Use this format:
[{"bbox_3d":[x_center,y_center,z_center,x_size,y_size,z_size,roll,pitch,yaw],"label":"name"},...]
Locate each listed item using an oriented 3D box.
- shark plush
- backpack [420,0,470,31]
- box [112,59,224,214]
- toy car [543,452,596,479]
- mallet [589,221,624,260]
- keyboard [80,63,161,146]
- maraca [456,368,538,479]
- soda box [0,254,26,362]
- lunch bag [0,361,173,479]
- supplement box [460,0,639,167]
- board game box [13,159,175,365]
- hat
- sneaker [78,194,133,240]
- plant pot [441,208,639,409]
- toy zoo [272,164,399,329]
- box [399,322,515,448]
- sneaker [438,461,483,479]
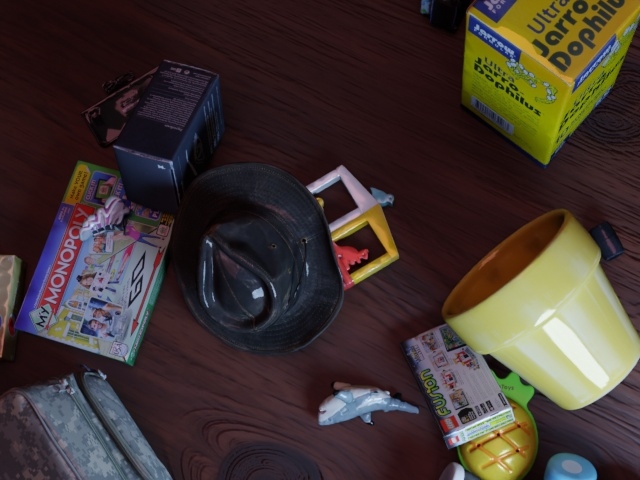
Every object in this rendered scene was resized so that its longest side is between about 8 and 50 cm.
[{"bbox_3d":[0.077,0.271,1.667,0.161,0.073,0.067,2,94,-14],"label":"shark plush"},{"bbox_3d":[0.228,-0.449,1.807,0.084,0.105,0.114,22,73,11],"label":"backpack"},{"bbox_3d":[-0.252,-0.174,1.730,0.108,0.153,0.207,16,57,10],"label":"box"},{"bbox_3d":[0.445,0.422,1.527,0.238,0.219,0.210,-18,37,-40],"label":"toy car"},{"bbox_3d":[0.406,0.025,1.695,0.189,0.039,0.062,-19,75,5],"label":"mallet"},{"bbox_3d":[-0.349,-0.257,1.860,0.180,0.023,0.108,-32,80,-4],"label":"keyboard"},{"bbox_3d":[0.278,0.293,1.599,0.127,0.099,0.186,6,69,5],"label":"maraca"},{"bbox_3d":[-0.556,0.117,1.758,0.061,0.058,0.181,1,75,7],"label":"soda box"},{"bbox_3d":[-0.370,0.354,1.578,0.212,0.256,0.305,-44,74,20],"label":"lunch bag"},{"bbox_3d":[0.358,-0.296,1.620,0.195,0.356,0.194,39,82,15],"label":"supplement box"},{"bbox_3d":[-0.375,0.036,1.768,0.213,0.046,0.317,15,77,9],"label":"board game box"},{"bbox_3d":[-0.130,0.047,1.619,0.331,0.134,0.331,6,107,21],"label":"hat"},{"bbox_3d":[-0.361,-0.024,1.739,0.069,0.038,0.098,38,82,15],"label":"sneaker"},{"bbox_3d":[0.356,0.120,1.567,0.254,0.254,0.239,-42,94,-6],"label":"plant pot"},{"bbox_3d":[0.000,0.000,1.745,0.293,0.030,0.192,-30,74,-2],"label":"toy zoo"},{"bbox_3d":[0.212,0.220,1.606,0.114,0.036,0.207,-23,42,0],"label":"box"},{"bbox_3d":[0.206,0.498,1.541,0.147,0.104,0.296,24,93,-3],"label":"sneaker"}]
